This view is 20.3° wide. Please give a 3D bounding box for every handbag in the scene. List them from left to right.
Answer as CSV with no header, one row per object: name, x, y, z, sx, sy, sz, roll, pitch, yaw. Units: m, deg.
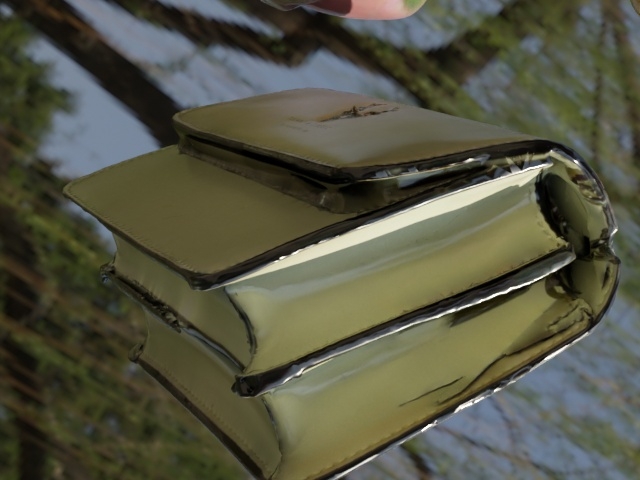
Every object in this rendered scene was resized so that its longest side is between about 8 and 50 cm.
handbag,0.000,0.000,1.109,0.236,0.160,0.358,-22,-164,-15

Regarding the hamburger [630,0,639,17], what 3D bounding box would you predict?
hamburger,0.449,-0.272,1.769,0.295,0.227,0.151,-3,-131,9

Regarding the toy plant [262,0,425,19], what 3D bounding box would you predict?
toy plant,-0.078,-0.283,1.145,0.356,0.317,0.211,26,-104,17
